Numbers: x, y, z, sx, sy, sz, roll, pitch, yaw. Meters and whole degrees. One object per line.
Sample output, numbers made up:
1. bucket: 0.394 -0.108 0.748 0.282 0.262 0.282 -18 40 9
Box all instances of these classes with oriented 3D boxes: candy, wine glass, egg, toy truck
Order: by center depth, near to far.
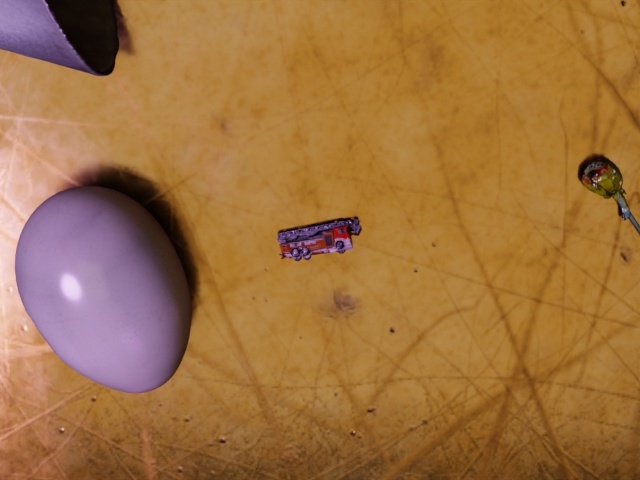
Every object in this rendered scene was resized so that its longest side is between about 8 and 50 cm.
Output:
1. wine glass: -0.411 -0.208 1.550 0.406 0.267 0.267 -19 100 7
2. egg: -0.201 0.049 1.642 0.151 0.151 0.209 -23 105 3
3. candy: 0.296 -0.028 1.700 0.035 0.035 0.123 -39 108 -6
4. toy truck: 0.000 0.000 1.700 0.083 0.024 0.032 -9 71 4
